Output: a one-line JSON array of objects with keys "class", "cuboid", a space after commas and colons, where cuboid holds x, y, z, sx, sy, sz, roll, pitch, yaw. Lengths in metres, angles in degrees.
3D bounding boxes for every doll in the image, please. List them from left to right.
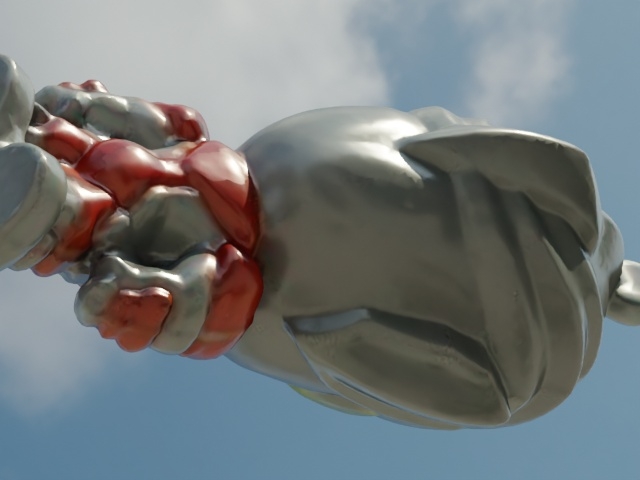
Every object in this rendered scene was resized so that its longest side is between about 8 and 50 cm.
[{"class": "doll", "cuboid": [0.000, 0.000, 0.403, 0.180, 0.094, 0.079, 11, -53, -31]}]
